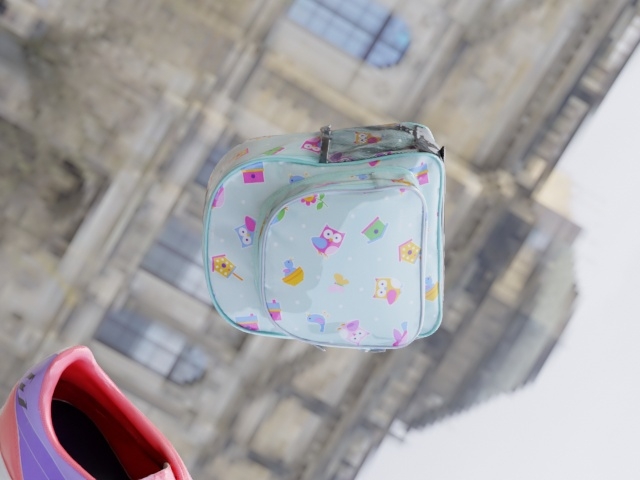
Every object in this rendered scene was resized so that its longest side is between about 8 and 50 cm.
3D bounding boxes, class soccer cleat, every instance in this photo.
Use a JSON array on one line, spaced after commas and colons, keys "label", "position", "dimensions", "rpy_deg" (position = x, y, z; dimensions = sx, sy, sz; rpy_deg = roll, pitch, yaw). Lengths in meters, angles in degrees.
[{"label": "soccer cleat", "position": [-0.104, 0.212, 1.280], "dimensions": [0.108, 0.318, 0.116], "rpy_deg": [-27, 162, -36]}]

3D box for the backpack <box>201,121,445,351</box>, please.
[{"label": "backpack", "position": [0.000, 0.000, 1.495], "dimensions": [0.144, 0.188, 0.166], "rpy_deg": [-77, 168, -68]}]
